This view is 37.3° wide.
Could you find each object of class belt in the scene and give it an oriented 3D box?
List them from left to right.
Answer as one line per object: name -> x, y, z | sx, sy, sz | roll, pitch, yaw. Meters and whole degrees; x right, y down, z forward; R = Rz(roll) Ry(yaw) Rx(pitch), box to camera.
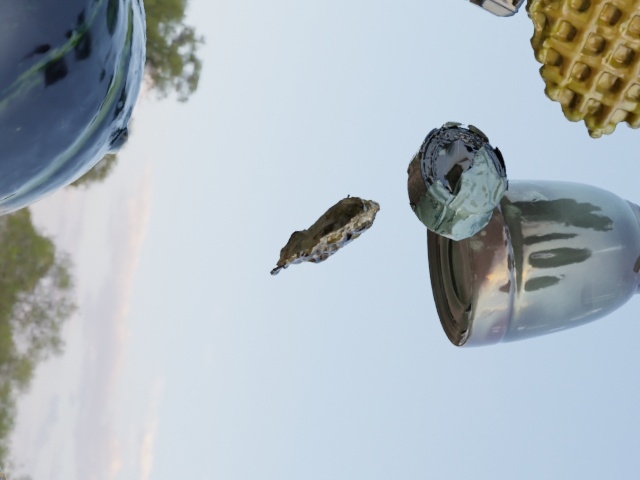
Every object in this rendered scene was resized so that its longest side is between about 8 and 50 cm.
belt -> 0.149, -0.065, 1.049 | 0.058, 0.105, 0.140 | 115, -11, -51

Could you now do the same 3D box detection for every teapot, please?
teapot -> 0.320, 0.008, 1.389 | 0.315, 0.312, 0.233 | -115, -159, -66

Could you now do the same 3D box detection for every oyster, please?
oyster -> 0.006, -0.004, 1.284 | 0.177, 0.056, 0.105 | -36, -173, 11

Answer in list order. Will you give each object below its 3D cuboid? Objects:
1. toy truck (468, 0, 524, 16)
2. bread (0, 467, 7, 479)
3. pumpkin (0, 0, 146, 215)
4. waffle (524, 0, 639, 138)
toy truck -> 0.162, -0.339, 1.140 | 0.088, 0.202, 0.074 | -63, -164, 13
bread -> -0.312, 0.279, 0.855 | 0.052, 0.044, 0.157 | 149, -53, -71
pumpkin -> -0.235, -0.165, 0.551 | 0.323, 0.241, 0.323 | -17, 90, -83
waffle -> 0.403, -0.263, 1.212 | 0.051, 0.291, 0.291 | -79, -168, -58
